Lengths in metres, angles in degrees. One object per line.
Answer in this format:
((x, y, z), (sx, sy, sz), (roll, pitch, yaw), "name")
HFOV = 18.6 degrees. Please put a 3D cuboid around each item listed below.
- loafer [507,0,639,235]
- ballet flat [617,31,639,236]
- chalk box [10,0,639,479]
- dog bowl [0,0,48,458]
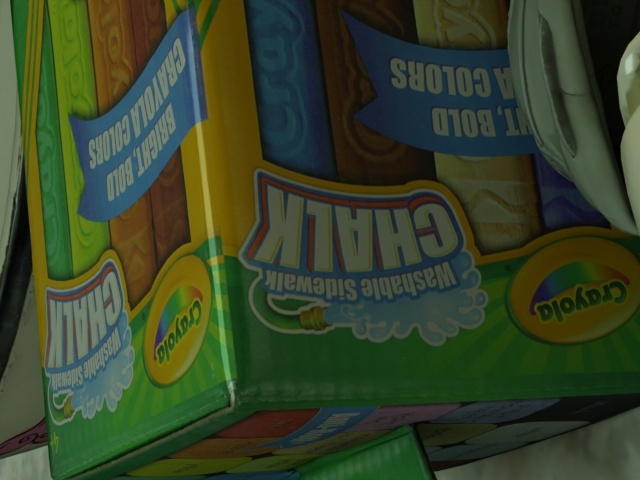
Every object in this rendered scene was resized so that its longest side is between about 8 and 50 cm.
((0.115, -0.148, 0.560), (0.111, 0.112, 0.319), (-95, 5, -54), "loafer")
((0.172, -0.056, 0.417), (0.483, 0.182, 0.164), (-54, 50, 46), "ballet flat")
((0.000, 0.000, 0.733), (0.180, 0.179, 0.289), (-32, 61, 58), "chalk box")
((-0.161, -0.074, 1.062), (0.408, 0.150, 0.408), (-7, 82, 62), "dog bowl")
